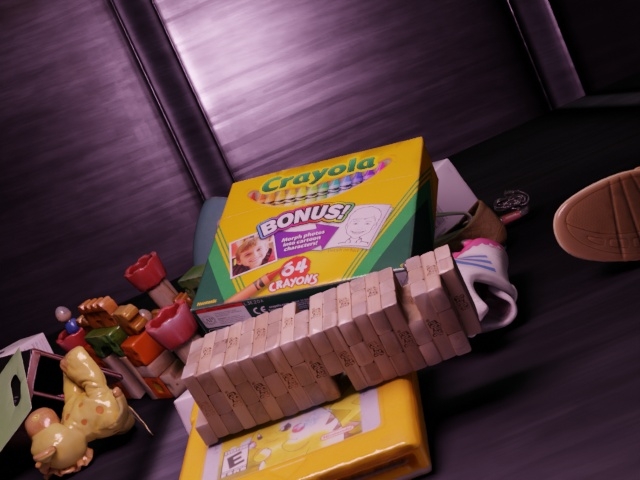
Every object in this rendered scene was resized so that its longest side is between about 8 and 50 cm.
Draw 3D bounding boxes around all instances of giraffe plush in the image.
[{"bbox_3d":[-0.401,0.303,1.489,0.170,0.181,0.210,-38,47,-20],"label":"giraffe plush"}]

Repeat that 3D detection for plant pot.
[{"bbox_3d":[-0.172,0.058,2.059,0.290,0.290,0.195,-10,51,60],"label":"plant pot"}]

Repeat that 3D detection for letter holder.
[{"bbox_3d":[-0.539,0.321,1.723,0.302,0.152,0.214,-17,-30,41],"label":"letter holder"}]

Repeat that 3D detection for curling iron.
[{"bbox_3d":[0.297,-0.018,1.830,0.274,0.035,0.068,-32,36,14],"label":"curling iron"}]

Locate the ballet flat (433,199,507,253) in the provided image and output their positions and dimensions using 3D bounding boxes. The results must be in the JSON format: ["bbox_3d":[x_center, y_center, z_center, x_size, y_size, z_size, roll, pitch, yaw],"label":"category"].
[{"bbox_3d":[0.171,0.023,1.641,0.342,0.124,0.116,-25,8,-5],"label":"ballet flat"}]

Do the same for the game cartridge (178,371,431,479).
[{"bbox_3d":[-0.025,0.193,1.060,0.285,0.052,0.323,-22,25,10],"label":"game cartridge"}]

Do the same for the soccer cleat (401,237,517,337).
[{"bbox_3d":[0.222,0.076,1.282,0.143,0.116,0.331,25,18,25],"label":"soccer cleat"}]

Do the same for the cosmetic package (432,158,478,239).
[{"bbox_3d":[0.162,-0.034,1.833,0.224,0.138,0.225,-43,13,-22],"label":"cosmetic package"}]

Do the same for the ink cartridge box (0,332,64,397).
[{"bbox_3d":[-0.664,0.327,1.930,0.100,0.172,0.237,-18,10,37],"label":"ink cartridge box"}]

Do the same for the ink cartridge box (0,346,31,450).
[{"bbox_3d":[-0.585,0.313,1.564,0.235,0.056,0.171,-55,38,16],"label":"ink cartridge box"}]

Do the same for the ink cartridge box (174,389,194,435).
[{"bbox_3d":[-0.095,0.210,1.331,0.148,0.086,0.203,-20,8,24],"label":"ink cartridge box"}]

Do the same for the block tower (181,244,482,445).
[{"bbox_3d":[0.005,0.116,1.018,0.335,0.097,0.091,-23,22,11],"label":"block tower"}]

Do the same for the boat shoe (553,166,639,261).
[{"bbox_3d":[0.479,-0.050,1.282,0.341,0.121,0.110,-15,2,-7],"label":"boat shoe"}]

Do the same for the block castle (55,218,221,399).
[{"bbox_3d":[-0.307,0.129,1.785,0.453,0.213,0.303,-12,30,49],"label":"block castle"}]

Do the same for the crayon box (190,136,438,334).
[{"bbox_3d":[0.000,0.000,1.485,0.363,0.106,0.313,-12,41,21],"label":"crayon box"}]
